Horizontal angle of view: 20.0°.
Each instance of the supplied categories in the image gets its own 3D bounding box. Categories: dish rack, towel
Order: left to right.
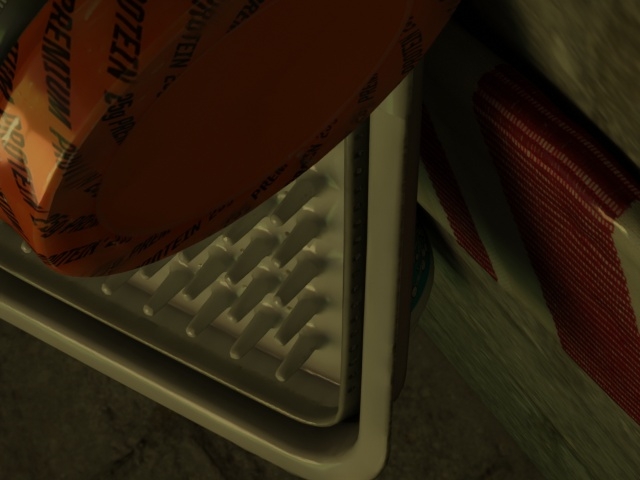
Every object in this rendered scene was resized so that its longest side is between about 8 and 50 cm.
[{"bbox_3d":[-0.073,-0.064,0.759,0.286,0.072,0.332,24,140,22],"label":"dish rack"},{"bbox_3d":[0.071,-0.041,0.801,0.329,0.037,0.237,47,174,32],"label":"towel"}]

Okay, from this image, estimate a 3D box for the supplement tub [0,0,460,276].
[{"bbox_3d":[-0.109,-0.155,0.524,0.316,0.193,0.193,50,177,14],"label":"supplement tub"}]

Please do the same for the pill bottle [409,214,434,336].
[{"bbox_3d":[0.000,0.000,1.364,0.146,0.146,0.264,50,177,31],"label":"pill bottle"}]
